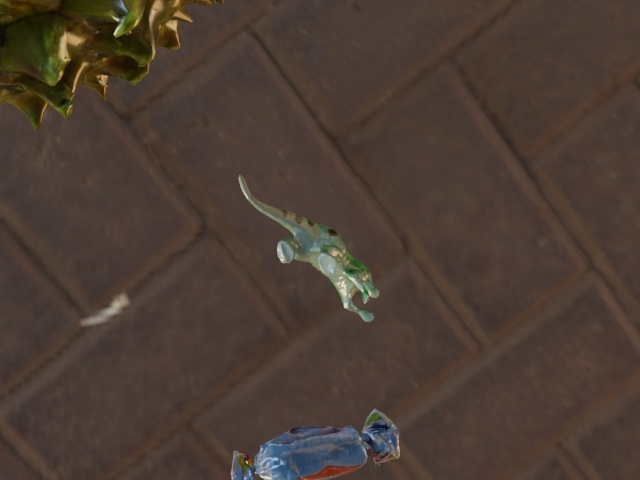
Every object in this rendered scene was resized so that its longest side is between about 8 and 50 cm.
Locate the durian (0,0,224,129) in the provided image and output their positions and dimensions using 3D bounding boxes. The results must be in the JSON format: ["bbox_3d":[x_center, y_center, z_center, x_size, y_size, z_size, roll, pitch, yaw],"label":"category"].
[{"bbox_3d":[-0.116,-0.178,0.504,0.224,0.291,0.291,-29,120,-41],"label":"durian"}]

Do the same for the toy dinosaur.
[{"bbox_3d":[0.000,0.000,0.720,0.021,0.062,0.083,-35,88,17],"label":"toy dinosaur"}]

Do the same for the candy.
[{"bbox_3d":[-0.003,0.097,0.769,0.083,0.020,0.030,-7,72,-18],"label":"candy"}]
